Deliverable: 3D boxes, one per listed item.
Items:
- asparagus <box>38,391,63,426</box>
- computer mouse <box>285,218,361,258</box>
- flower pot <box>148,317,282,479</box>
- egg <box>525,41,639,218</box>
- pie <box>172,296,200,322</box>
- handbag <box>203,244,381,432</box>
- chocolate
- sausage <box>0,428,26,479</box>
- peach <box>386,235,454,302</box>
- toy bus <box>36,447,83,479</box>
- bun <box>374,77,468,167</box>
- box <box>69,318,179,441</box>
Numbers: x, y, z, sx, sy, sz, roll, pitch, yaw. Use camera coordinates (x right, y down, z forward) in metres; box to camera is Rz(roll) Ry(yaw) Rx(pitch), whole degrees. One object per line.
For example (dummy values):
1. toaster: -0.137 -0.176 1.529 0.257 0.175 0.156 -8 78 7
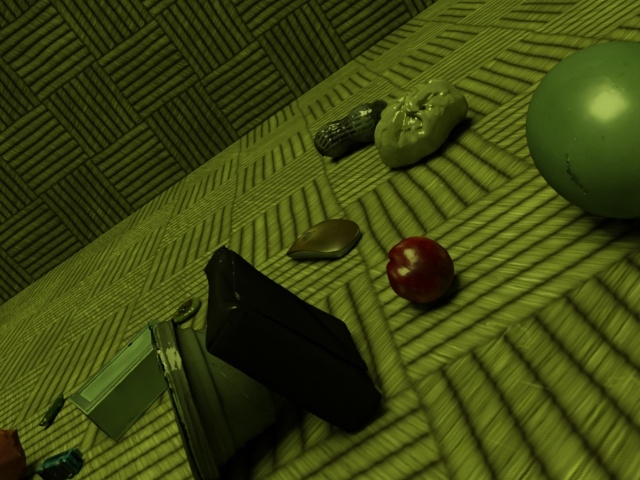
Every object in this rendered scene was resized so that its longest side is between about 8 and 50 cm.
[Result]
1. asparagus: -0.621 0.394 1.369 0.025 0.021 0.108 -25 23 16
2. computer mouse: -0.001 -0.001 1.217 0.102 0.045 0.199 -45 24 -28
3. flower pot: -0.140 0.204 0.819 0.140 0.236 0.235 -18 16 -17
4. egg: 0.365 -0.139 0.732 0.203 0.203 0.283 -27 26 22
5. pie: -0.317 0.164 1.384 0.084 0.021 0.084 -31 21 13
6. handbag: -0.049 0.124 0.773 0.080 0.247 0.223 -52 20 8
7. chocolate: 0.090 -0.305 1.631 0.248 0.110 0.110 -23 25 37
8. sausage: -0.672 0.475 1.121 0.148 0.148 0.254 -16 34 42
9. peach: 0.145 0.041 0.846 0.100 0.101 0.101 -31 22 14
10. toy bus: -0.480 0.416 1.086 0.083 0.038 0.046 -26 20 23
11. bun: 0.215 -0.274 1.326 0.229 0.145 0.229 -31 25 16
12. box: -0.365 0.266 1.160 0.225 0.086 0.129 -47 24 -28
